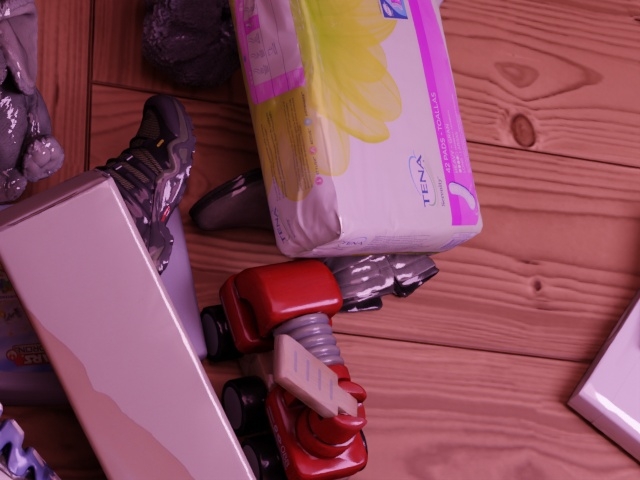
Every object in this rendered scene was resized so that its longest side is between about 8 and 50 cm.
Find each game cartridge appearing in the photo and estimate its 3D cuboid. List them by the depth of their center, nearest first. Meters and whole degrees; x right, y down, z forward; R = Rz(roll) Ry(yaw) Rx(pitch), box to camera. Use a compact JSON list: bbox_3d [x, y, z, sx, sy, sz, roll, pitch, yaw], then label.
[{"bbox_3d":[-0.262,0.060,1.916,0.297,0.062,0.198,-4,63,-23],"label":"game cartridge"}]

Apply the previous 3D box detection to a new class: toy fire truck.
[{"bbox_3d":[-0.024,0.111,1.868,0.158,0.246,0.217,-9,69,-25],"label":"toy fire truck"}]

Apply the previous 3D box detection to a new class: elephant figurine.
[{"bbox_3d":[-0.328,-0.164,1.865,0.169,0.239,0.186,-28,43,-24],"label":"elephant figurine"}]

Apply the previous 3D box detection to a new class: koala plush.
[{"bbox_3d":[-0.135,-0.297,2.090,0.196,0.203,0.221,-2,45,-32],"label":"koala plush"}]

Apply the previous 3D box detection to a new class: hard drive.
[{"bbox_3d":[0.462,0.197,2.134,0.353,0.047,0.233,38,57,0],"label":"hard drive"}]

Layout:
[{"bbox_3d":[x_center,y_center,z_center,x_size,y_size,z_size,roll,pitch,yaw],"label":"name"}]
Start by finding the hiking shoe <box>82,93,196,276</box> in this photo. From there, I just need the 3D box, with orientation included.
[{"bbox_3d":[-0.192,-0.053,1.917,0.114,0.086,0.227,18,60,-16],"label":"hiking shoe"}]

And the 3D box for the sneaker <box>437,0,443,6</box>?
[{"bbox_3d":[0.098,-0.282,2.156,0.108,0.169,0.292,35,59,-5],"label":"sneaker"}]

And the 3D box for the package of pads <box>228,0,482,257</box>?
[{"bbox_3d":[0.034,-0.131,1.968,0.229,0.101,0.296,-2,77,-46],"label":"package of pads"}]

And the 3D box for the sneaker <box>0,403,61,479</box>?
[{"bbox_3d":[-0.300,0.273,1.767,0.182,0.127,0.315,-44,93,-18],"label":"sneaker"}]

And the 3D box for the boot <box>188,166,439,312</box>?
[{"bbox_3d":[0.000,0.000,2.034,0.246,0.083,0.161,-12,76,-24],"label":"boot"}]

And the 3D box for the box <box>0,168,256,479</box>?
[{"bbox_3d":[-0.183,0.099,1.795,0.121,0.148,0.311,-26,99,-8],"label":"box"}]
